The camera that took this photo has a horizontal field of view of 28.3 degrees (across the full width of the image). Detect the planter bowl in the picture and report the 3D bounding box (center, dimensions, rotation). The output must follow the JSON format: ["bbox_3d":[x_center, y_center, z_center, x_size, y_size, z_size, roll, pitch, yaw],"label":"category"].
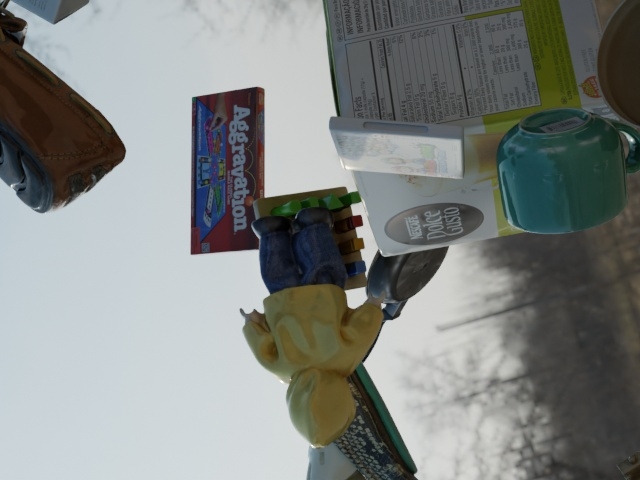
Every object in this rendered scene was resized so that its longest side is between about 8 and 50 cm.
[{"bbox_3d":[0.376,-0.175,1.281,0.109,0.162,0.162,16,-127,-47],"label":"planter bowl"}]

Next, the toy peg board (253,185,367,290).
[{"bbox_3d":[0.000,0.000,1.911,0.079,0.161,0.161,-20,80,61],"label":"toy peg board"}]

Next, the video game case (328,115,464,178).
[{"bbox_3d":[0.088,-0.101,1.409,0.157,0.143,0.019,62,-146,-76],"label":"video game case"}]

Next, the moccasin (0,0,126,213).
[{"bbox_3d":[-0.367,-0.199,1.385,0.380,0.147,0.139,40,143,15],"label":"moccasin"}]

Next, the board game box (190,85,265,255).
[{"bbox_3d":[-0.160,-0.118,2.189,0.027,0.145,0.281,11,-104,-58],"label":"board game box"}]

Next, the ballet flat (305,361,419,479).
[{"bbox_3d":[0.094,0.342,1.630,0.483,0.182,0.164,51,177,12],"label":"ballet flat"}]

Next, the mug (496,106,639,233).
[{"bbox_3d":[0.251,-0.084,1.305,0.158,0.129,0.097,-44,-51,-49],"label":"mug"}]

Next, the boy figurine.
[{"bbox_3d":[-0.004,0.103,1.502,0.092,0.177,0.285,62,-164,-70],"label":"boy figurine"}]

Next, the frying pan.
[{"bbox_3d":[0.115,0.081,2.065,0.053,0.326,0.197,35,-169,27],"label":"frying pan"}]

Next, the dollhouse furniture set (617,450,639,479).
[{"bbox_3d":[0.326,0.241,1.221,0.123,0.151,0.144,52,-172,-29],"label":"dollhouse furniture set"}]

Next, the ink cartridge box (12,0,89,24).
[{"bbox_3d":[-0.298,-0.313,1.229,0.127,0.175,0.072,-63,-6,34],"label":"ink cartridge box"}]

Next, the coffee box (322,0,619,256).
[{"bbox_3d":[0.194,-0.215,1.689,0.338,0.334,0.338,67,-165,-64],"label":"coffee box"}]
